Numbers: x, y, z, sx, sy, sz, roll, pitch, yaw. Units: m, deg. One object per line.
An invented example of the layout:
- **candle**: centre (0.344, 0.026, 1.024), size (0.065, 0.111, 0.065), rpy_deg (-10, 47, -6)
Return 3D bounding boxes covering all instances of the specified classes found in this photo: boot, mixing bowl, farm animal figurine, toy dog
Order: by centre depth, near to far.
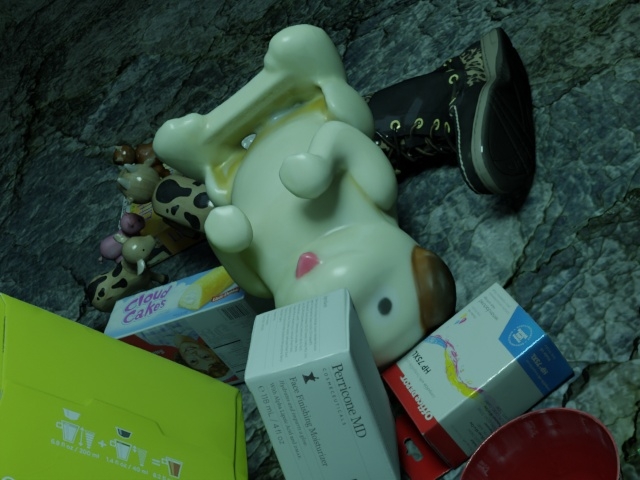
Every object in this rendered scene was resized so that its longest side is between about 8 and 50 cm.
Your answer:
- **mixing bowl**: centre (0.238, 0.272, 1.248), size (0.181, 0.098, 0.181), rpy_deg (-25, 35, 19)
- **toy dog**: centre (0.000, 0.000, 1.601), size (0.284, 0.395, 0.408), rpy_deg (-30, 51, 7)
- **boot**: centre (0.161, -0.155, 1.806), size (0.284, 0.138, 0.377), rpy_deg (-21, 33, 24)
- **farm animal figurine**: centre (-0.253, -0.044, 1.983), size (0.326, 0.172, 0.330), rpy_deg (-1, 72, 28)

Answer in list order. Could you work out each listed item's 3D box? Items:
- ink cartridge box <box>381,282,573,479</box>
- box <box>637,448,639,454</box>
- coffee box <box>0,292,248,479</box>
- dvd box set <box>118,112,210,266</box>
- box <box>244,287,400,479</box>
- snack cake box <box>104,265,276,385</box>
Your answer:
- **ink cartridge box**: centre (0.166, 0.173, 1.459), size (0.231, 0.078, 0.134), rpy_deg (-39, 33, 1)
- **box**: centre (0.389, 0.233, 1.201), size (0.105, 0.043, 0.179), rpy_deg (-34, 31, 8)
- **coffee box**: centre (-0.302, 0.331, 1.399), size (0.334, 0.337, 0.338), rpy_deg (-53, 25, 26)
- **dvd box set**: centre (-0.170, -0.139, 2.185), size (0.420, 0.062, 0.307), rpy_deg (-26, 35, 19)
- **box**: centre (0.005, 0.177, 1.365), size (0.119, 0.181, 0.182), rpy_deg (-18, 17, 7)
- **snack cake box**: centre (-0.165, 0.133, 1.766), size (0.264, 0.152, 0.089), rpy_deg (-18, 38, 28)
